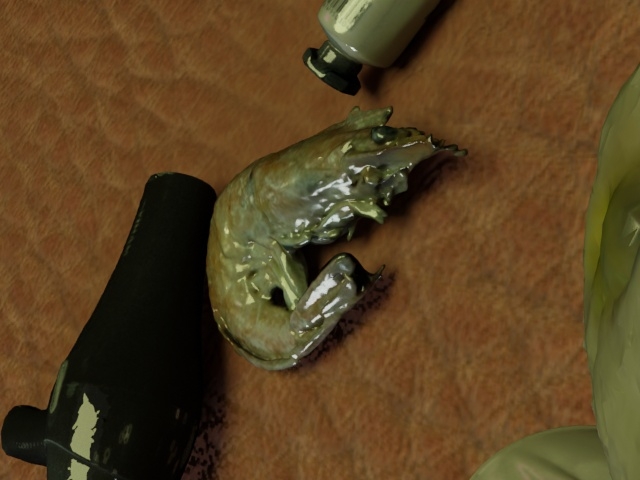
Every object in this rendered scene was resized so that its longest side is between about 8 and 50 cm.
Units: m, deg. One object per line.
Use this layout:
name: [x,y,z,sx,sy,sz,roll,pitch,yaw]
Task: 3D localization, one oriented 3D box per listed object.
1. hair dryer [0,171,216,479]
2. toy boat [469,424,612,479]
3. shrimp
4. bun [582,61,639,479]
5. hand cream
hair dryer: [-0.162,0.087,0.910,0.272,0.091,0.235,-22,50,51]
toy boat: [0.146,0.174,0.442,0.269,0.141,0.140,43,110,50]
shrimp: [0.000,0.000,0.757,0.223,0.047,0.126,-26,63,51]
bun: [0.211,-0.015,0.303,0.365,0.219,0.365,-28,45,32]
hand cream: [0.069,-0.182,0.745,0.234,0.050,0.080,-54,40,17]
